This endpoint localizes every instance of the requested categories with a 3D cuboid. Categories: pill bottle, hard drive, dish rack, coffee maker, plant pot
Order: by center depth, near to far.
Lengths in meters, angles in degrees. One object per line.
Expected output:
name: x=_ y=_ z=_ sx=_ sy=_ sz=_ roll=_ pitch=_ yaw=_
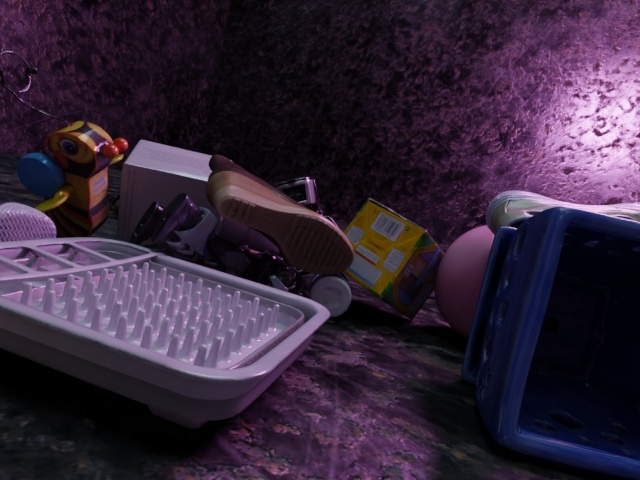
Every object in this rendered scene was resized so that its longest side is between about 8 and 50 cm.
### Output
dish rack: x=-0.176 y=0.075 z=0.477 sx=0.333 sy=0.072 sz=0.285 roll=15 pitch=6 yaw=13
plant pot: x=0.295 y=0.102 z=0.535 sx=0.236 sy=0.235 sz=0.212 roll=14 pitch=0 yaw=0
pill bottle: x=0.015 y=0.081 z=0.805 sx=0.067 sy=0.066 sz=0.120 roll=13 pitch=7 yaw=-3
coffee maker: x=-0.049 y=-0.020 z=0.935 sx=0.120 sy=0.178 sz=0.171 roll=-12 pitch=-6 yaw=-33
hard drive: x=-0.228 y=-0.055 z=1.099 sx=0.354 sy=0.047 sz=0.233 roll=11 pitch=-25 yaw=-15

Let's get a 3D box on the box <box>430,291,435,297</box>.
box: x=0.277 y=0.097 z=1.228 sx=0.294 sy=0.057 sz=0.201 roll=10 pitch=7 yaw=-25

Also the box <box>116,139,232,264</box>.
box: x=-0.274 y=-0.071 z=0.912 sx=0.182 sy=0.180 sz=0.119 roll=12 pitch=29 yaw=-13

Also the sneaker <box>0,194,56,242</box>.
sneaker: x=-0.497 y=-0.027 z=0.602 sx=0.153 sy=0.101 sz=0.269 roll=17 pitch=2 yaw=35

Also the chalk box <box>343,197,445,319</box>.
chalk box: x=0.134 y=0.045 z=0.857 sx=0.132 sy=0.132 sz=0.213 roll=34 pitch=-2 yaw=36

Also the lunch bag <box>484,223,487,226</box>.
lunch bag: x=0.468 y=0.060 z=1.063 sx=0.263 sy=0.223 sz=0.160 roll=27 pitch=29 yaw=14

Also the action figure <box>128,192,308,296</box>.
action figure: x=-0.133 y=0.032 z=0.736 sx=0.285 sy=0.099 sz=0.185 roll=32 pitch=-13 yaw=-36

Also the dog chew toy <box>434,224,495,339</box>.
dog chew toy: x=0.352 y=0.105 z=0.759 sx=0.332 sy=0.206 sz=0.207 roll=27 pitch=14 yaw=36

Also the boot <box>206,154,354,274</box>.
boot: x=-0.068 y=-0.053 z=0.780 sx=0.249 sy=0.090 sz=0.207 roll=28 pitch=16 yaw=-24

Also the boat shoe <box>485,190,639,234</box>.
boat shoe: x=0.385 y=0.003 z=0.668 sx=0.303 sy=0.109 sz=0.094 roll=9 pitch=29 yaw=5

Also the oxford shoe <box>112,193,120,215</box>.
oxford shoe: x=-0.501 y=-0.104 z=1.289 sx=0.096 sy=0.082 sz=0.227 roll=8 pitch=7 yaw=-11

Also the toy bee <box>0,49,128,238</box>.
toy bee: x=-0.380 y=-0.113 z=0.744 sx=0.162 sy=0.195 sz=0.298 roll=10 pitch=-34 yaw=9
